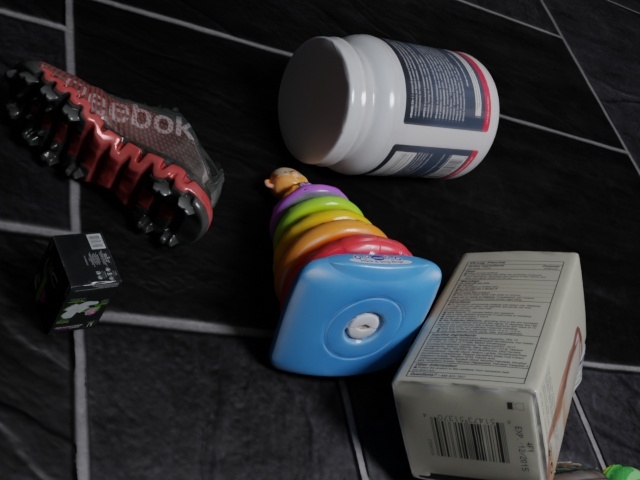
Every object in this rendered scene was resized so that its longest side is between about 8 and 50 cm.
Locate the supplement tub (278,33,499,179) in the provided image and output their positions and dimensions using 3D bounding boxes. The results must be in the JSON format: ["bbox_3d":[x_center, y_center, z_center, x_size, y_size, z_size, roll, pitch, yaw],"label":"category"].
[{"bbox_3d":[0.098,-0.184,1.147,0.272,0.191,0.191,0,54,-36],"label":"supplement tub"}]

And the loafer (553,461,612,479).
[{"bbox_3d":[0.212,0.275,0.891,0.267,0.096,0.084,-3,43,-33],"label":"loafer"}]

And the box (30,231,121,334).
[{"bbox_3d":[-0.236,0.041,0.783,0.052,0.083,0.062,-5,56,-40],"label":"box"}]

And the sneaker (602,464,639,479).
[{"bbox_3d":[0.408,0.384,0.904,0.109,0.123,0.295,7,49,-31],"label":"sneaker"}]

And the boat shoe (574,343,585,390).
[{"bbox_3d":[0.269,0.197,1.009,0.226,0.083,0.075,-31,113,-34],"label":"boat shoe"}]

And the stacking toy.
[{"bbox_3d":[0.000,0.000,0.966,0.175,0.165,0.302,3,37,-25],"label":"stacking toy"}]

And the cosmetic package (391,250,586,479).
[{"bbox_3d":[0.204,0.132,0.921,0.296,0.153,0.129,-46,129,-54],"label":"cosmetic package"}]

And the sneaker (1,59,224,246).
[{"bbox_3d":[-0.223,-0.115,0.925,0.276,0.097,0.135,37,41,-5],"label":"sneaker"}]
